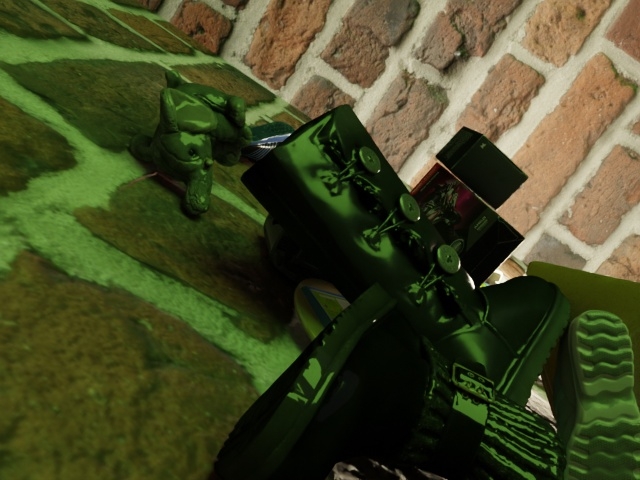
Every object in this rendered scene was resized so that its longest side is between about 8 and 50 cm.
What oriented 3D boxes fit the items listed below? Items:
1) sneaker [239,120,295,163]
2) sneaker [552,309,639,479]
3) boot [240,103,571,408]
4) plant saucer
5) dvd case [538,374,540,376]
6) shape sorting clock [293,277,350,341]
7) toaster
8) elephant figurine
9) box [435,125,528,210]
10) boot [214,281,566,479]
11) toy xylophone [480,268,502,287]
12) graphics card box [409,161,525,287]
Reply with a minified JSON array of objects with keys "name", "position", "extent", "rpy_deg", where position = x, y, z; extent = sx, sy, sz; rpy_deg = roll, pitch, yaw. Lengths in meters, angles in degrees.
[{"name":"sneaker","position":[-0.156,-0.211,1.367],"extent":[0.232,0.090,0.081],"rpy_deg":[-14,48,-42]},{"name":"sneaker","position":[0.371,0.242,0.816],"extent":[0.105,0.281,0.115],"rpy_deg":[9,-16,4]},{"name":"boot","position":[0.141,0.003,0.858],"extent":[0.445,0.146,0.367],"rpy_deg":[48,34,2]},{"name":"plant saucer","position":[0.450,0.216,0.970],"extent":[0.332,0.081,0.333],"rpy_deg":[69,-13,-11]},{"name":"dvd case","position":[0.366,0.195,1.282],"extent":[0.180,0.022,0.253],"rpy_deg":[36,11,4]},{"name":"shape sorting clock","position":[0.045,0.130,0.802],"extent":[0.206,0.040,0.206],"rpy_deg":[36,16,-12]},{"name":"toaster","position":[0.000,0.000,0.949],"extent":[0.227,0.129,0.146],"rpy_deg":[26,14,-23]},{"name":"elephant figurine","position":[-0.218,-0.164,0.966],"extent":[0.186,0.169,0.239],"rpy_deg":[9,26,16]},{"name":"box","position":[0.381,-0.179,1.449],"extent":[0.153,0.108,0.207],"rpy_deg":[41,13,-9]},{"name":"boot","position":[0.088,0.181,0.547],"extent":[0.260,0.131,0.348],"rpy_deg":[43,26,9]},{"name":"toy xylophone","position":[0.401,0.085,1.610],"extent":[0.323,0.081,0.236],"rpy_deg":[20,21,-44]},{"name":"graphics card box","position":[0.275,-0.016,1.366],"extent":[0.094,0.233,0.371],"rpy_deg":[36,14,-24]}]
